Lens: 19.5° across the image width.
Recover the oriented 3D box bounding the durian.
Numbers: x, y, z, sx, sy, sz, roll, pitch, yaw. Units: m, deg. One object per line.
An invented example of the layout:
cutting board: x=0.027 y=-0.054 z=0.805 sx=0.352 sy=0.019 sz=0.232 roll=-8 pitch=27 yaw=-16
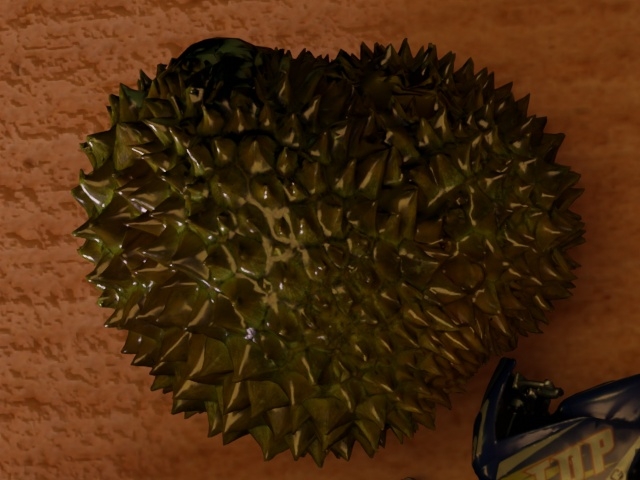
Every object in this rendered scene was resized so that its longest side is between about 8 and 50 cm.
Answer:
durian: x=-0.001 y=0.004 z=1.041 sx=0.291 sy=0.291 sz=0.225 roll=15 pitch=110 yaw=21

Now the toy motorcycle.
toy motorcycle: x=0.192 y=0.119 z=1.030 sx=0.315 sy=0.113 sz=0.169 roll=-20 pitch=65 yaw=6

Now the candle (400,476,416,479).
candle: x=0.021 y=0.215 z=1.105 sx=0.053 sy=0.048 sz=0.162 roll=22 pitch=88 yaw=-9
